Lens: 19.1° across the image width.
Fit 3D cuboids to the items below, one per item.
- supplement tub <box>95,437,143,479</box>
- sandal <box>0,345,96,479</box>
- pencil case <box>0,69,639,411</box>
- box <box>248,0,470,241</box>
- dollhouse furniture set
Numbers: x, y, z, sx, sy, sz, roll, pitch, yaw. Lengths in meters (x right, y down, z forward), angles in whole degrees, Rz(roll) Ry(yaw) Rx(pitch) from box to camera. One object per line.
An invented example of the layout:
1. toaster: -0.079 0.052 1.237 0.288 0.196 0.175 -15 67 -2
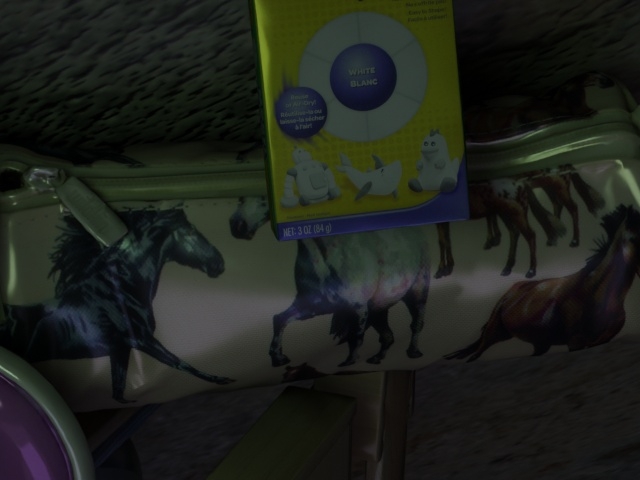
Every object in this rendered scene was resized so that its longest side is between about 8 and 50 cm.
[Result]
1. supplement tub: -0.288 0.206 1.276 0.316 0.193 0.193 5 142 -22
2. sandal: -0.265 0.217 1.059 0.169 0.102 0.416 39 121 -8
3. pencil case: 0.000 0.000 1.088 0.410 0.159 0.183 -7 156 -5
4. box: 0.018 -0.095 0.975 0.105 0.179 0.043 -7 -170 -5
5. dollhouse furniture set: -0.127 0.169 1.210 0.303 0.286 0.198 9 113 18
